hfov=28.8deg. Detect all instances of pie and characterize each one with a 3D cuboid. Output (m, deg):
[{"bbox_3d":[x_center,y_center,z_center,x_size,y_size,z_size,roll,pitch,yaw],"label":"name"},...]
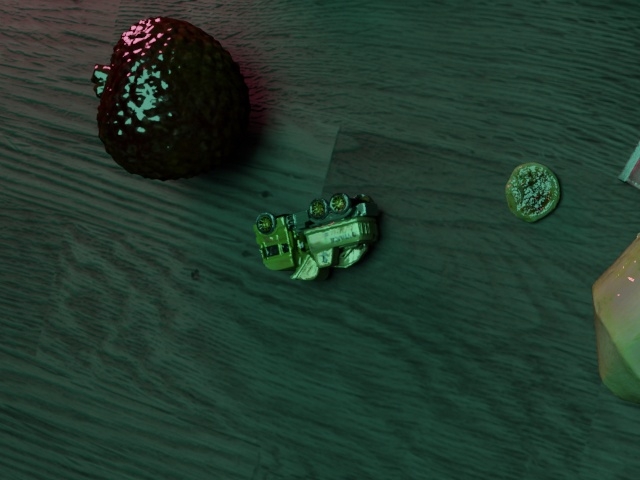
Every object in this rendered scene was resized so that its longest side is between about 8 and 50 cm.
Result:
[{"bbox_3d":[0.293,-0.069,1.735,0.085,0.017,0.085,-5,81,30],"label":"pie"}]

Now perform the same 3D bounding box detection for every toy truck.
[{"bbox_3d":[0.000,0.000,1.868,0.191,0.085,0.116,-15,81,27],"label":"toy truck"}]

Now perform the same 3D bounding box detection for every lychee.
[{"bbox_3d":[-0.233,-0.217,1.949,0.260,0.260,0.261,-4,81,31],"label":"lychee"}]

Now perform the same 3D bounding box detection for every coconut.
[{"bbox_3d":[0.426,0.101,1.522,0.197,0.237,0.237,40,107,-8],"label":"coconut"}]

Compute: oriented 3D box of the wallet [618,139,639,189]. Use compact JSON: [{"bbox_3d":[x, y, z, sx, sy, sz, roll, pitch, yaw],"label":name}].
[{"bbox_3d":[0.495,-0.153,1.619,0.119,0.025,0.232,34,102,29],"label":"wallet"}]
